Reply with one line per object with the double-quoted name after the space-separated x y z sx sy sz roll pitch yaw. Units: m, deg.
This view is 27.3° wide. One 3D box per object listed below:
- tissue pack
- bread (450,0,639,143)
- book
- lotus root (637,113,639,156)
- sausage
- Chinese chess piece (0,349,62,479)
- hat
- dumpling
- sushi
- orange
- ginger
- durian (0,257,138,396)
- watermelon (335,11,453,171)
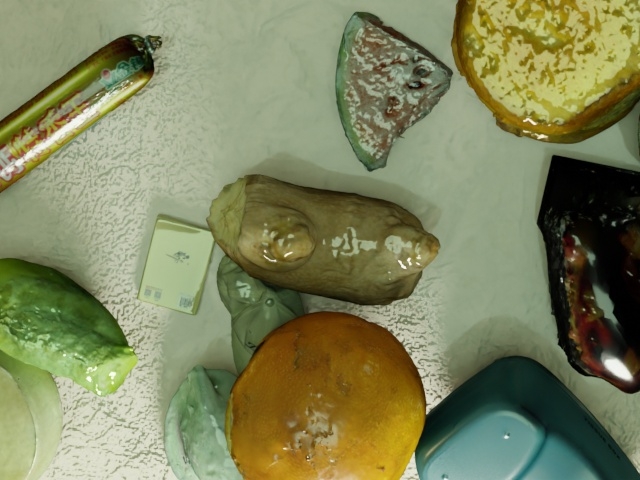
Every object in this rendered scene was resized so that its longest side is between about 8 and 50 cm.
0.253 0.279 1.538 0.198 0.206 0.287 -41 92 20 "tissue pack"
0.268 -0.241 1.470 0.268 0.146 0.268 1 97 8 "bread"
-0.177 0.030 1.625 0.077 0.014 0.111 16 101 1 "book"
0.439 -0.158 1.475 0.183 0.203 0.078 -11 57 6 "lotus root"
-0.337 -0.133 1.583 0.371 0.082 0.082 -34 95 10 "sausage"
-0.431 0.215 1.634 0.238 0.092 0.237 3 105 11 "Chinese chess piece"
-0.074 0.105 1.601 0.122 0.081 0.166 8 110 7 "hat"
-0.125 0.255 1.611 0.149 0.105 0.216 -27 100 3 "dumpling"
0.347 0.046 1.477 0.215 0.212 0.227 12 102 3 "sushi"
0.004 0.197 1.492 0.240 0.240 0.240 1 100 5 "orange"
0.000 0.000 1.508 0.276 0.221 0.130 8 85 13 "ginger"
-0.334 0.092 1.588 0.250 0.139 0.101 37 97 -1 "durian"
0.086 -0.175 1.541 0.139 0.071 0.187 -4 91 -1 "watermelon"
